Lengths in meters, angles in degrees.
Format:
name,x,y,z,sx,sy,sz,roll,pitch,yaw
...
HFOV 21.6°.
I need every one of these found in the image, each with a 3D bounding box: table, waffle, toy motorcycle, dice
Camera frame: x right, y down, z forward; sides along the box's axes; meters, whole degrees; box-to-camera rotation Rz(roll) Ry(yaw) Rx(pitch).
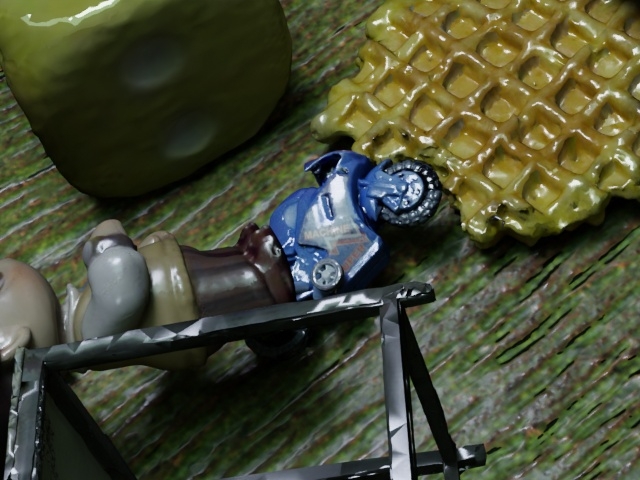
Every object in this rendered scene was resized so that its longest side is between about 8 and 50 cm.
name,x,y,z,sx,sy,sz,roll,pitch,yaw
table,-0.033,0.235,1.022,0.272,0.222,0.335,-10,52,9
waffle,0.153,-0.115,1.392,0.300,0.058,0.281,12,61,23
toy motorcycle,0.000,0.000,1.334,0.205,0.076,0.114,-46,62,1
dice,-0.172,-0.199,1.423,0.227,0.233,0.238,-28,56,-6

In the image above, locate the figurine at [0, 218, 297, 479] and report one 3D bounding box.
name,x,y,z,sx,sy,sz,roll,pitch,yaw
figurine,-0.209,0.056,1.200,0.365,0.206,0.218,-30,21,-8
